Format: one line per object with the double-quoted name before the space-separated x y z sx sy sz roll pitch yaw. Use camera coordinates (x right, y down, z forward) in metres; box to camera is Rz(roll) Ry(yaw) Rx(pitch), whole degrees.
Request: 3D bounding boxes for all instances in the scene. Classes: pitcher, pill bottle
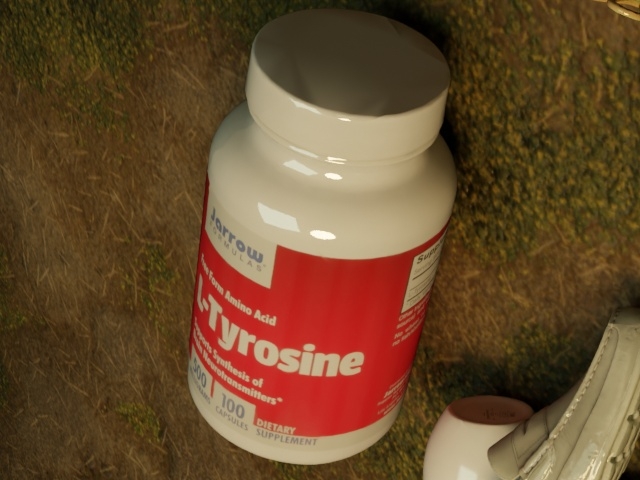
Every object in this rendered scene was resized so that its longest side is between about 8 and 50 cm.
"pitcher" 0.162 0.254 1.319 0.178 0.125 0.207 -84 -6 -76
"pill bottle" 0.000 0.000 1.268 0.229 0.229 0.407 39 138 31

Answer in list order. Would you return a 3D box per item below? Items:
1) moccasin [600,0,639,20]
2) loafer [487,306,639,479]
"moccasin" 0.255 -0.207 0.913 0.380 0.139 0.147 0 102 42
"loafer" 0.198 0.196 1.157 0.111 0.112 0.319 27 101 21
